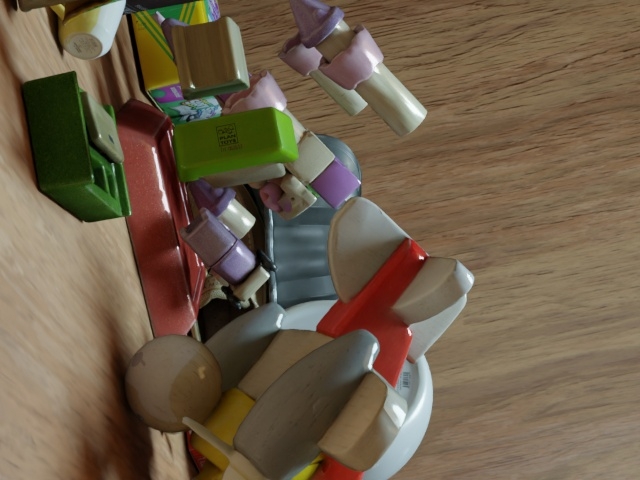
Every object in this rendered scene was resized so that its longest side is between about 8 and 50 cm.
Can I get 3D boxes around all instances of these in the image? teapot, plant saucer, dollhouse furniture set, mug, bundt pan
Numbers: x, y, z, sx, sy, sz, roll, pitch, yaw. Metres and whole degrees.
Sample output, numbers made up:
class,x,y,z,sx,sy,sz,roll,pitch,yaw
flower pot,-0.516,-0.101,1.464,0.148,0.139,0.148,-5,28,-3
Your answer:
class,x,y,z,sx,sy,sz,roll,pitch,yaw
teapot,0.010,0.205,1.461,0.252,0.256,0.187,43,-33,29
plant saucer,-0.178,-0.027,1.386,0.258,0.047,0.259,-99,179,-77
dollhouse furniture set,-0.135,-0.186,0.976,0.151,0.197,0.301,64,15,-83
mug,-0.216,-0.199,1.092,0.062,0.078,0.064,129,-31,-47
bundt pan,0.000,0.000,1.705,0.331,0.124,0.331,-3,90,-85

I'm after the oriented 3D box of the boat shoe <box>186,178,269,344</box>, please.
class,x,y,z,sx,sy,sz,roll,pitch,yaw
boat shoe,-0.120,0.064,1.595,0.110,0.121,0.341,81,-1,-78

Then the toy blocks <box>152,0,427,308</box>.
class,x,y,z,sx,sy,sz,roll,pitch,yaw
toy blocks,-0.095,-0.145,1.373,0.260,0.309,0.288,44,-1,-18

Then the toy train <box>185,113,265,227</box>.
class,x,y,z,sx,sy,sz,roll,pitch,yaw
toy train,-0.145,-0.065,1.842,0.334,0.142,0.190,71,-5,-73

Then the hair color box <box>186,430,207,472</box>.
class,x,y,z,sx,sy,sz,roll,pitch,yaw
hair color box,-0.121,0.240,1.451,0.167,0.053,0.093,80,-2,-55

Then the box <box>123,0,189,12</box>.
class,x,y,z,sx,sy,sz,roll,pitch,yaw
box,-0.073,-0.353,1.357,0.191,0.381,0.143,-93,174,-83

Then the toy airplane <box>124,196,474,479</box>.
class,x,y,z,sx,sy,sz,roll,pitch,yaw
toy airplane,-0.034,0.135,1.086,0.384,0.272,0.386,-83,-161,-47

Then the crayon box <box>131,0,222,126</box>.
class,x,y,z,sx,sy,sz,roll,pitch,yaw
crayon box,-0.208,-0.338,1.768,0.363,0.106,0.313,70,10,-85
